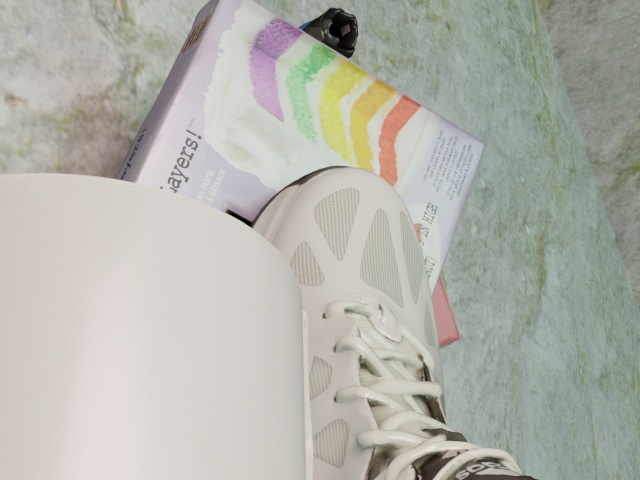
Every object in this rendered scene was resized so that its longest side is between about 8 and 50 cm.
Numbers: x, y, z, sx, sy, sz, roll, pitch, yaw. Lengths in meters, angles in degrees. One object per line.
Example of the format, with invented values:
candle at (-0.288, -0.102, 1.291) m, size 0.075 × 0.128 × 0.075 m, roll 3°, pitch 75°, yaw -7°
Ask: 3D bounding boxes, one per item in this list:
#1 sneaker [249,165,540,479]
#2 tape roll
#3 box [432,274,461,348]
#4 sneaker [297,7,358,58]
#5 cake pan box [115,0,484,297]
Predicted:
sneaker at (0.066, 0.121, 0.657) m, size 0.169 × 0.257 × 0.448 m, roll 19°, pitch 57°, yaw -29°
tape roll at (-0.127, 0.103, 0.574) m, size 0.246 × 0.246 × 0.169 m, roll 42°, pitch 37°, yaw -48°
box at (0.000, 0.000, 0.988) m, size 0.126 × 0.148 × 0.232 m, roll -18°, pitch 89°, yaw -28°
sneaker at (0.012, -0.216, 1.285) m, size 0.152 × 0.084 × 0.058 m, roll -10°, pitch 83°, yaw -66°
cake pan box at (-0.027, -0.012, 0.856) m, size 0.245 × 0.070 × 0.267 m, roll 30°, pitch 69°, yaw -17°
